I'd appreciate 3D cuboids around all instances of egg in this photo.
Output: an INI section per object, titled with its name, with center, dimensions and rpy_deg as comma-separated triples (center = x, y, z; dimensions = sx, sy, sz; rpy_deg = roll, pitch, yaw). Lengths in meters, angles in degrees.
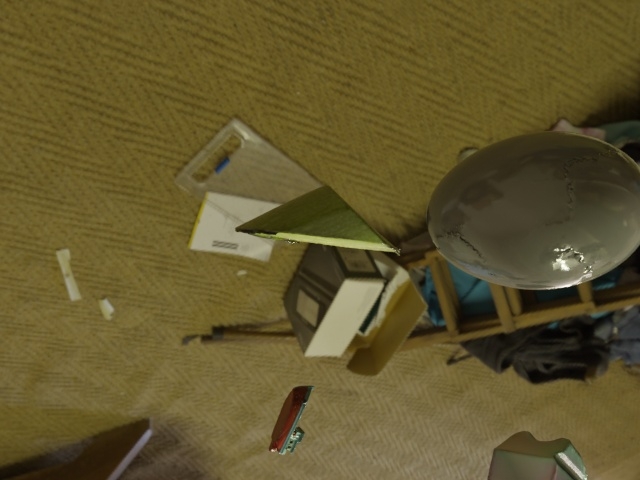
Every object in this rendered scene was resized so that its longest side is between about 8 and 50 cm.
[egg]
center = 0.198, -0.026, 0.563
dimensions = 0.198, 0.146, 0.146
rpy_deg = -10, 136, 20

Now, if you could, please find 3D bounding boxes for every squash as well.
[squash]
center = 0.000, 0.000, 0.939
dimensions = 0.155, 0.204, 0.237
rpy_deg = -46, 170, 2

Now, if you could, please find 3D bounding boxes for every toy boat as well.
[toy boat]
center = -0.062, 0.414, 1.398
dimensions = 0.058, 0.069, 0.173
rpy_deg = 24, 82, -16

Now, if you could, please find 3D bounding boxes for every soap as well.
[soap]
center = 0.398, 0.454, 1.086
dimensions = 0.109, 0.193, 0.324
rpy_deg = 4, 155, 36
